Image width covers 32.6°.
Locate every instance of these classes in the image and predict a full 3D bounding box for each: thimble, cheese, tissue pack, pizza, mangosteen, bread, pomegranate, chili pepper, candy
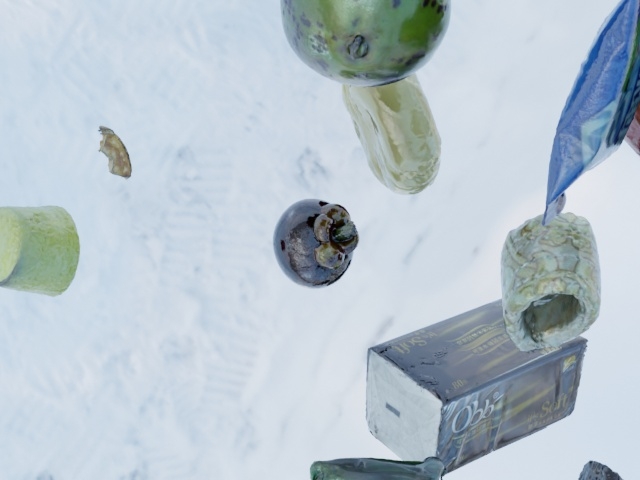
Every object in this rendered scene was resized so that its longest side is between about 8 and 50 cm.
[{"bbox_3d":[0.329,0.063,1.591,0.137,0.144,0.190,9,142,-8],"label":"thimble"},{"bbox_3d":[0.114,-0.183,1.670,0.117,0.214,0.226,-24,79,-3],"label":"cheese"},{"bbox_3d":[0.270,0.259,1.954,0.370,0.210,0.198,-17,127,-34],"label":"tissue pack"},{"bbox_3d":[-0.259,-0.109,1.371,0.037,0.016,0.083,-52,132,-36],"label":"pizza"},{"bbox_3d":[0.000,0.000,1.542,0.140,0.140,0.140,-10,115,-22],"label":"mangosteen"},{"bbox_3d":[-0.395,0.007,1.501,0.114,0.129,0.111,3,123,-51],"label":"bread"},{"bbox_3d":[0.060,-0.306,1.350,0.211,0.263,0.211,9,138,8],"label":"pomegranate"},{"bbox_3d":[0.090,0.376,1.713,0.216,0.108,0.062,3,121,3],"label":"chili pepper"},{"bbox_3d":[0.337,-0.183,1.280,0.187,0.077,0.331,-37,147,-58],"label":"candy"}]

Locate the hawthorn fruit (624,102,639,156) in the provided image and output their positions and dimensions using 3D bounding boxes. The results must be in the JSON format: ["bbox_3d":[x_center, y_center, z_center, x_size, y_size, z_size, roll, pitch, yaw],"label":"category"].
[{"bbox_3d":[0.473,-0.211,1.421,0.254,0.300,0.254,1,88,-30],"label":"hawthorn fruit"}]

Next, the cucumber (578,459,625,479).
[{"bbox_3d":[0.278,0.388,1.199,0.072,0.072,0.300,45,57,-33],"label":"cucumber"}]
